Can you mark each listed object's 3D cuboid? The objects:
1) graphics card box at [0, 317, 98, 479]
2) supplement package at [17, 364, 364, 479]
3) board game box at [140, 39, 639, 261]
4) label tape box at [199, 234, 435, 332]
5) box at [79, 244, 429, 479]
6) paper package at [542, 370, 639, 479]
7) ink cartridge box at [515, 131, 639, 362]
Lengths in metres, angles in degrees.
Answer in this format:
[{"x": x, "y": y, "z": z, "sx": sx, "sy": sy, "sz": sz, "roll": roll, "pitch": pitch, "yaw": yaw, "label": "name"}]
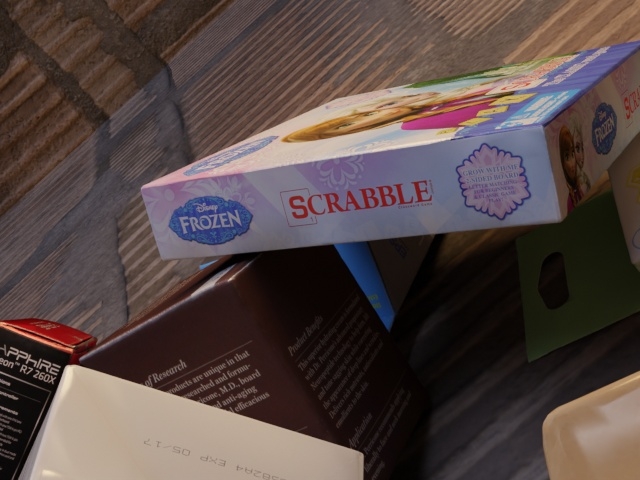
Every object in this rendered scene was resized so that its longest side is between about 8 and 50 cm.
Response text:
[{"x": -0.353, "y": 0.262, "z": 0.967, "sx": 0.233, "sy": 0.094, "sz": 0.370, "roll": 159, "pitch": 132, "yaw": -81, "label": "graphics card box"}, {"x": -0.118, "y": 0.253, "z": 0.584, "sx": 0.198, "sy": 0.199, "sz": 0.262, "roll": -86, "pitch": 22, "yaw": -46, "label": "supplement package"}, {"x": 0.078, "y": -0.077, "z": 0.748, "sx": 0.318, "sy": 0.065, "sz": 0.319, "roll": -6, "pitch": 16, "yaw": 32, "label": "board game box"}, {"x": 0.000, "y": 0.000, "z": 1.006, "sx": 0.241, "sy": 0.106, "sz": 0.333, "roll": -18, "pitch": 30, "yaw": 41, "label": "label tape box"}, {"x": -0.046, "y": 0.116, "z": 0.766, "sx": 0.167, "sy": 0.203, "sz": 0.168, "roll": -29, "pitch": 6, "yaw": 28, "label": "box"}, {"x": 0.256, "y": 0.162, "z": 0.264, "sx": 0.309, "sy": 0.168, "sz": 0.324, "roll": -32, "pitch": 41, "yaw": 28, "label": "paper package"}, {"x": 0.254, "y": -0.018, "z": 0.759, "sx": 0.235, "sy": 0.056, "sz": 0.171, "roll": -28, "pitch": 29, "yaw": 26, "label": "ink cartridge box"}]
